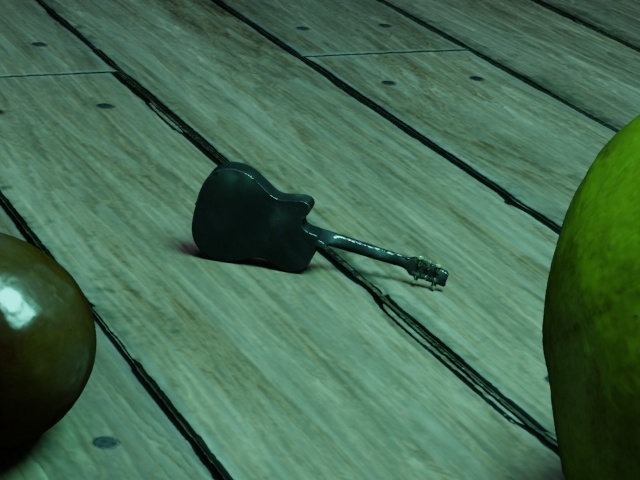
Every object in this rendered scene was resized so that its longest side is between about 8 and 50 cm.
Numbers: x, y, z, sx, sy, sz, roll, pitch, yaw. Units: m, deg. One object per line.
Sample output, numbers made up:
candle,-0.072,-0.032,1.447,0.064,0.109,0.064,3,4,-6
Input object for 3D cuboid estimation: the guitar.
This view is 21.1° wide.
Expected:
guitar,0.000,0.000,1.511,0.233,0.088,0.025,18,22,5

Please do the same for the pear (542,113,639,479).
pear,0.314,0.070,1.045,0.352,0.352,0.413,-4,47,-23

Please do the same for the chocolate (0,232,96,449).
chocolate,-0.227,0.062,1.175,0.176,0.177,0.177,5,22,-2
